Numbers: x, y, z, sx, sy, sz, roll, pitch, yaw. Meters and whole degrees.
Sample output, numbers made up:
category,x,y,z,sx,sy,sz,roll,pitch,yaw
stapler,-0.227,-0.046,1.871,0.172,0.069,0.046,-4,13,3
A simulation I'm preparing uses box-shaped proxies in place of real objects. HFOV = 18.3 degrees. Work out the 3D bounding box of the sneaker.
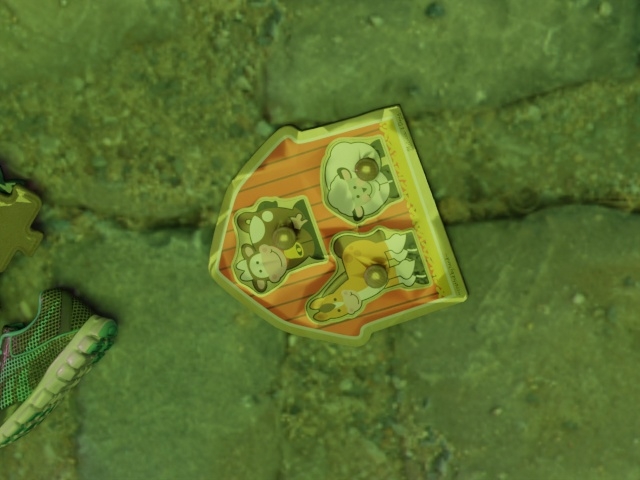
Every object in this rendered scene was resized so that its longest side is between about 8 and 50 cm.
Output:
category,x,y,z,sx,sy,sz,roll,pitch,yaw
sneaker,-0.242,0.105,1.645,0.076,0.065,0.166,46,103,9

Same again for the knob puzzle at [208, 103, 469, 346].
category,x,y,z,sx,sy,sz,roll,pitch,yaw
knob puzzle,0.000,0.000,1.594,0.213,0.030,0.213,2,107,6

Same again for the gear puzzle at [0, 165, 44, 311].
category,x,y,z,sx,sy,sz,roll,pitch,yaw
gear puzzle,-0.366,0.056,1.647,0.175,0.044,0.339,28,111,-13
